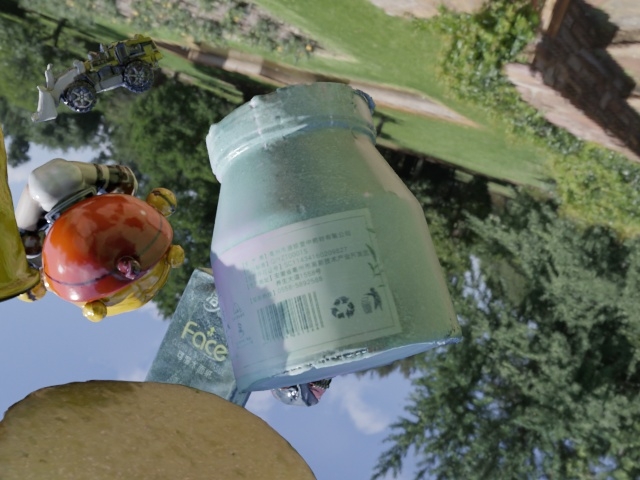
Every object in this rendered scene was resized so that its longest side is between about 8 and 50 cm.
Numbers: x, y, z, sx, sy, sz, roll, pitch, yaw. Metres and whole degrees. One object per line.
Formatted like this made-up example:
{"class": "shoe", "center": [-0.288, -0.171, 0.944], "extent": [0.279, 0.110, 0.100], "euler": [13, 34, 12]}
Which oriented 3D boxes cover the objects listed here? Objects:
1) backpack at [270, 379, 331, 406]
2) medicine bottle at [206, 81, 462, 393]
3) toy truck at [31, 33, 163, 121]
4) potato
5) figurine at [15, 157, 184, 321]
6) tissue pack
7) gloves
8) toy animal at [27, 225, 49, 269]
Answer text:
{"class": "backpack", "center": [-0.068, 0.225, 1.571], "extent": [0.197, 0.283, 0.317], "euler": [-5, 136, 22]}
{"class": "medicine bottle", "center": [0.000, 0.000, 0.698], "extent": [0.245, 0.289, 0.245], "euler": [-12, 166, -3]}
{"class": "toy truck", "center": [-0.455, -0.328, 1.268], "extent": [0.286, 0.111, 0.136], "euler": [-28, -153, -17]}
{"class": "potato", "center": [-0.243, 0.392, 0.761], "extent": [0.385, 0.319, 0.442], "euler": [27, -171, 38]}
{"class": "figurine", "center": [-0.382, -0.002, 1.089], "extent": [0.323, 0.320, 0.196], "euler": [41, 157, 26]}
{"class": "tissue pack", "center": [-0.234, 0.244, 1.371], "extent": [0.228, 0.315, 0.103], "euler": [25, -179, 26]}
{"class": "gloves", "center": [-0.413, -0.079, 0.729], "extent": [0.116, 0.294, 0.133], "euler": [-7, -163, -11]}
{"class": "toy animal", "center": [-0.583, 0.037, 1.313], "extent": [0.105, 0.070, 0.202], "euler": [-9, 133, 23]}
